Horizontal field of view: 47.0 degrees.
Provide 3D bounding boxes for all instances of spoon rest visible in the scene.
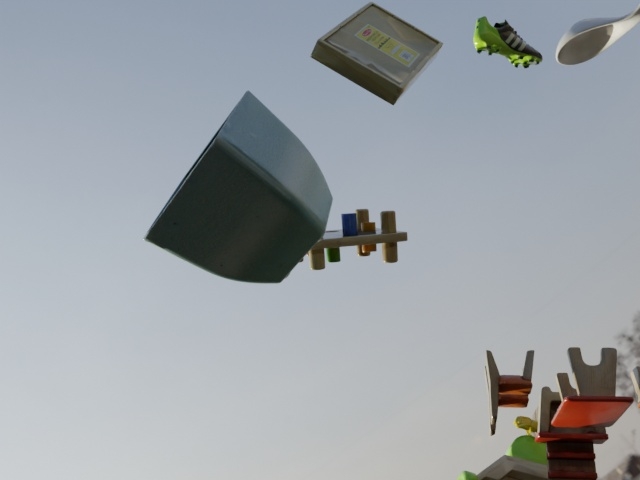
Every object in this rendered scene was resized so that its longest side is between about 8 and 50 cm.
[{"bbox_3d":[0.627,-0.475,1.598,0.137,0.084,0.276,0,-32,-34],"label":"spoon rest"}]

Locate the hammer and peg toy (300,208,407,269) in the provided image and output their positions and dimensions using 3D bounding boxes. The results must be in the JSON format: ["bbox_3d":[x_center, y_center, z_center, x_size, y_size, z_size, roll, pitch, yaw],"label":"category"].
[{"bbox_3d":[0.000,0.000,1.762,0.361,0.128,0.266,-5,5,-17],"label":"hammer and peg toy"}]

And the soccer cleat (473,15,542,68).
[{"bbox_3d":[0.370,-0.386,1.432,0.178,0.072,0.060,9,-8,-34],"label":"soccer cleat"}]

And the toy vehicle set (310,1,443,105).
[{"bbox_3d":[0.110,-0.344,1.324,0.267,0.166,0.035,-51,-9,-51],"label":"toy vehicle set"}]

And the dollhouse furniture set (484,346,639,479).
[{"bbox_3d":[0.360,0.247,1.008,0.261,0.135,0.259,-2,-26,10],"label":"dollhouse furniture set"}]

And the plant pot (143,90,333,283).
[{"bbox_3d":[-0.121,-0.069,1.325,0.252,0.247,0.248,35,-62,-13],"label":"plant pot"}]

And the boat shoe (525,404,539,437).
[{"bbox_3d":[0.551,0.494,1.784,0.092,0.103,0.285,11,-55,1],"label":"boat shoe"}]

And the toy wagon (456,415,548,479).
[{"bbox_3d":[0.335,0.428,1.117,0.267,0.344,0.068,16,-51,-5],"label":"toy wagon"}]
